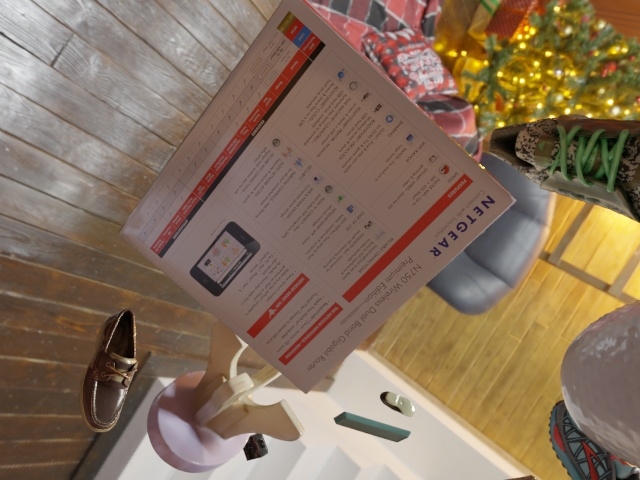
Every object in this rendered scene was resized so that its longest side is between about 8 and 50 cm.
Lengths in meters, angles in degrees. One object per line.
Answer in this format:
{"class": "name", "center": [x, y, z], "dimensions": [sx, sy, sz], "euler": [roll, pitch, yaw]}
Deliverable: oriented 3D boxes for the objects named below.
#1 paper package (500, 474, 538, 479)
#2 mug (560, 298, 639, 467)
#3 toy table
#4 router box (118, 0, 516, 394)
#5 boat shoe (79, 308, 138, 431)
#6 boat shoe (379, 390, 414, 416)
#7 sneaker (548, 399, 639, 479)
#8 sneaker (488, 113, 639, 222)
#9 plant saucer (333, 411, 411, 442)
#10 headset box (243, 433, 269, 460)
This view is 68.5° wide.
{"class": "paper package", "center": [0.452, 0.795, 1.175], "dimensions": [0.168, 0.309, 0.325], "euler": [40, 40, -21]}
{"class": "mug", "center": [0.565, 0.240, 0.662], "dimensions": [0.276, 0.374, 0.328], "euler": [-44, -175, -31]}
{"class": "toy table", "center": [-0.161, 0.286, 0.852], "dimensions": [0.160, 0.252, 0.274], "euler": [-40, 178, 11]}
{"class": "router box", "center": [-0.017, -0.034, 0.541], "dimensions": [0.335, 0.301, 0.082], "euler": [-46, -175, 20]}
{"class": "boat shoe", "center": [-0.589, 0.358, 1.342], "dimensions": [0.123, 0.342, 0.123], "euler": [26, 138, -33]}
{"class": "boat shoe", "center": [0.243, 0.512, 1.476], "dimensions": [0.133, 0.042, 0.049], "euler": [36, 62, -21]}
{"class": "sneaker", "center": [0.536, 0.424, 0.885], "dimensions": [0.104, 0.262, 0.125], "euler": [10, 141, -28]}
{"class": "sneaker", "center": [0.375, -0.112, 0.671], "dimensions": [0.181, 0.410, 0.158], "euler": [5, 102, -9]}
{"class": "plant saucer", "center": [0.129, 0.469, 1.176], "dimensions": [0.067, 0.191, 0.018], "euler": [127, -19, -47]}
{"class": "headset box", "center": [-0.185, 0.582, 1.329], "dimensions": [0.083, 0.062, 0.032], "euler": [-34, 164, 38]}
